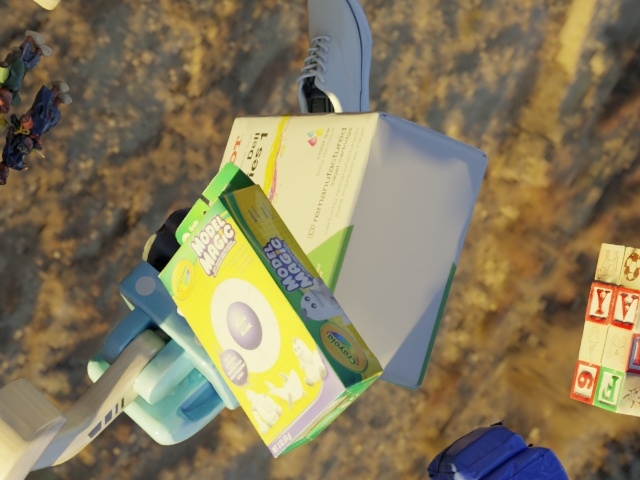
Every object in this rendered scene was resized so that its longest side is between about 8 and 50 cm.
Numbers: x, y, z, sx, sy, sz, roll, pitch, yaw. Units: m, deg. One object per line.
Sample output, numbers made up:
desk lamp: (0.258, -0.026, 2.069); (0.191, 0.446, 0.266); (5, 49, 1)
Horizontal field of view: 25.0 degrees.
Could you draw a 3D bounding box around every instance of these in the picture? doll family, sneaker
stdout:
doll family: (-0.324, -0.133, 1.533); (0.193, 0.076, 0.111); (70, 38, -54)
sneaker: (0.014, -0.229, 1.955); (0.091, 0.094, 0.258); (-10, 92, -50)

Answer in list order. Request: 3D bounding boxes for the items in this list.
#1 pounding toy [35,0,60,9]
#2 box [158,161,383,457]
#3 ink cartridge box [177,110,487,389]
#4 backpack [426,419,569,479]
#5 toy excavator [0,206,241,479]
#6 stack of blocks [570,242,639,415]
pounding toy: (-0.171, -0.121, 0.435); (0.100, 0.141, 0.130); (-41, 124, -70)
box: (-0.042, 0.045, 0.975); (0.043, 0.179, 0.105); (-18, 158, -41)
ink cartridge box: (0.000, 0.000, 1.247); (0.117, 0.278, 0.201); (19, 85, -27)
backpack: (0.134, 0.195, 1.112); (0.098, 0.101, 0.120); (-26, 175, -14)
toy excavator: (-0.236, 0.180, 1.885); (0.445, 0.222, 0.433); (-48, 164, -12)
stack of blocks: (0.430, 0.114, 1.558); (0.087, 0.297, 0.171); (12, -90, 66)
